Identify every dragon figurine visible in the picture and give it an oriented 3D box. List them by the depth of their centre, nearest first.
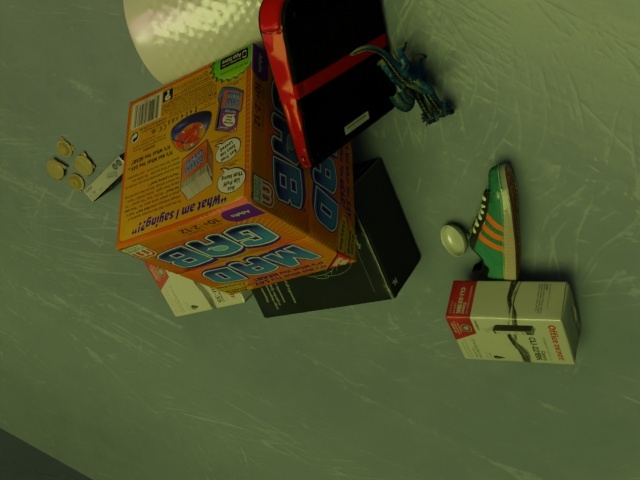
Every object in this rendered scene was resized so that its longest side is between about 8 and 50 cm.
[{"bbox_3d":[0.188,-0.334,1.626,0.085,0.289,0.144,-31,66,28],"label":"dragon figurine"}]

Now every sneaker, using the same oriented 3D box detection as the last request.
[{"bbox_3d":[0.391,-0.035,1.755,0.121,0.108,0.302,2,120,22],"label":"sneaker"}]

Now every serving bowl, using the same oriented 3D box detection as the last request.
[{"bbox_3d":[0.328,-0.004,1.846,0.083,0.027,0.083,43,148,36],"label":"serving bowl"}]

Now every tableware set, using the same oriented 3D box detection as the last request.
[{"bbox_3d":[-0.758,-0.224,2.310,0.141,0.020,0.168,40,127,-1],"label":"tableware set"}]

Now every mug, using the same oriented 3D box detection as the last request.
[{"bbox_3d":[-0.209,-0.531,1.577,0.328,0.276,0.374,-10,112,19],"label":"mug"}]

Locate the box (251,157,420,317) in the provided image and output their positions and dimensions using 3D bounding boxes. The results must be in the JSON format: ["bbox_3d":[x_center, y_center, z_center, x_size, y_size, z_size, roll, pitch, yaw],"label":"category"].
[{"bbox_3d":[0.000,0.000,1.918,0.396,0.212,0.293,-11,112,33],"label":"box"}]

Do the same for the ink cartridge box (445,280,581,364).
[{"bbox_3d":[0.460,0.194,1.812,0.273,0.114,0.197,-2,140,28],"label":"ink cartridge box"}]

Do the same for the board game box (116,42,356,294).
[{"bbox_3d":[-0.170,-0.128,1.636,0.357,0.356,0.356,-16,152,31],"label":"board game box"}]

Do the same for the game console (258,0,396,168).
[{"bbox_3d":[0.028,-0.373,1.569,0.060,0.386,0.341,6,122,34],"label":"game console"}]

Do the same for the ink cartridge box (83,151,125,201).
[{"bbox_3d":[-0.587,-0.193,2.187,0.207,0.097,0.046,-33,99,37],"label":"ink cartridge box"}]

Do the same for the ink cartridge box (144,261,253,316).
[{"bbox_3d":[-0.337,0.089,2.209,0.283,0.117,0.207,-15,110,34],"label":"ink cartridge box"}]
